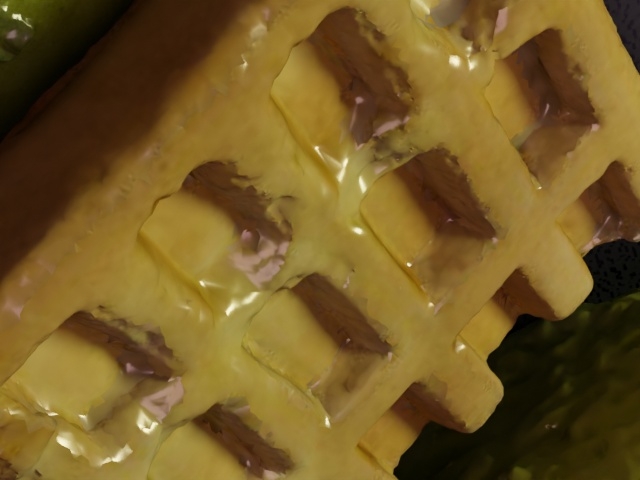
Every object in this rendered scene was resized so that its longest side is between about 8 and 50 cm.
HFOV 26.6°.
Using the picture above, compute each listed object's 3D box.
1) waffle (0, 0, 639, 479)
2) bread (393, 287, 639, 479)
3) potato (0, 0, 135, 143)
[{"bbox_3d":[0.000,-0.001,0.586,0.348,0.077,0.304,-49,137,-7],"label":"waffle"},{"bbox_3d":[0.207,0.211,0.750,0.348,0.348,0.308,-29,114,15],"label":"bread"},{"bbox_3d":[-0.162,-0.142,0.534,0.186,0.148,0.253,-25,125,9],"label":"potato"}]
